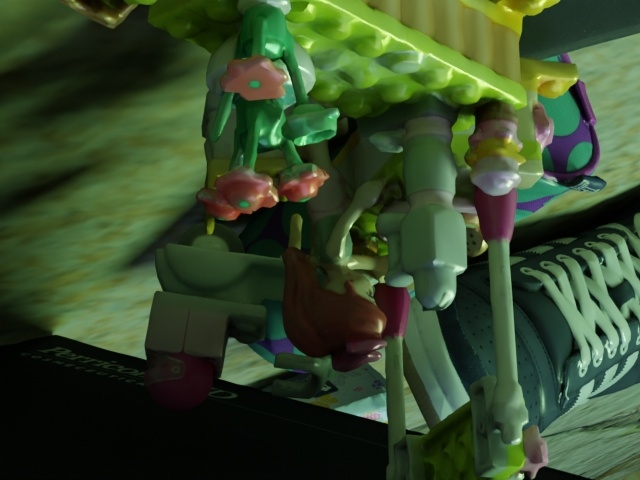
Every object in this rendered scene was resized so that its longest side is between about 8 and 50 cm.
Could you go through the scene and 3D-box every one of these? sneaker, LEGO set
[{"bbox_3d":[0.136,0.033,0.939,0.153,0.099,0.282,-25,173,17],"label":"sneaker"},{"bbox_3d":[0.000,0.000,0.466,0.132,0.107,0.287,-3,160,5],"label":"LEGO set"}]

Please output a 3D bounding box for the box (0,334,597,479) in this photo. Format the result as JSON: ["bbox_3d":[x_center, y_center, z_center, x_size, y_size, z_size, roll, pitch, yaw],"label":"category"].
[{"bbox_3d":[-0.065,0.157,0.543,0.343,0.179,0.312,12,-169,35],"label":"box"}]

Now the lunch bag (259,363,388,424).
[{"bbox_3d":[-0.002,0.095,1.020,0.071,0.053,0.083,-19,174,-18],"label":"lunch bag"}]

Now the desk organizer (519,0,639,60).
[{"bbox_3d":[0.064,-0.083,0.512,0.130,0.050,0.047,-14,135,17],"label":"desk organizer"}]

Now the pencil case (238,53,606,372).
[{"bbox_3d":[0.031,-0.011,0.681,0.070,0.064,0.151,10,145,-40],"label":"pencil case"}]
